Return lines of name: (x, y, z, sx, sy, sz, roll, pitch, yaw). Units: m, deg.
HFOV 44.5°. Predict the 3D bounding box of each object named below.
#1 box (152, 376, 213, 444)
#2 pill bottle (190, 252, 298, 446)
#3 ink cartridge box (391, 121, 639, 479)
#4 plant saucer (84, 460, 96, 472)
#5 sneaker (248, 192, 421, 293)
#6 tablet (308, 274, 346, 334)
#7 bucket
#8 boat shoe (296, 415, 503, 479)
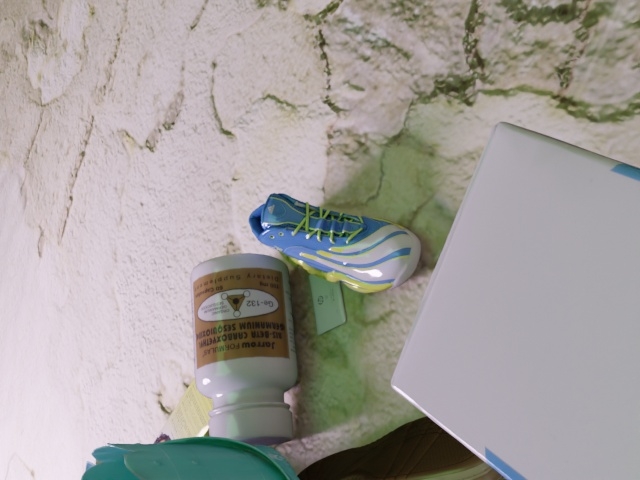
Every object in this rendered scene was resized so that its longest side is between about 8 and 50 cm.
box: (-0.182, 0.285, 1.117, 0.232, 0.058, 0.087, -58, 44, 21)
pill bottle: (-0.096, 0.142, 0.996, 0.131, 0.131, 0.229, -27, 61, 43)
ink cartridge box: (0.233, 0.065, 0.528, 0.198, 0.270, 0.197, 33, 107, 48)
plant saucer: (-0.399, 0.483, 1.348, 0.067, 0.018, 0.191, 2, 83, 49)
sneaker: (0.000, 0.000, 0.920, 0.240, 0.126, 0.091, 5, 75, 50)
tablet: (0.008, 0.073, 0.991, 0.054, 0.006, 0.083, -31, 58, 41)
bucket: (-0.134, 0.341, 0.818, 0.281, 0.183, 0.280, -7, 81, 58)
boat shoe: (0.080, 0.260, 0.799, 0.302, 0.109, 0.098, -32, 95, 41)
